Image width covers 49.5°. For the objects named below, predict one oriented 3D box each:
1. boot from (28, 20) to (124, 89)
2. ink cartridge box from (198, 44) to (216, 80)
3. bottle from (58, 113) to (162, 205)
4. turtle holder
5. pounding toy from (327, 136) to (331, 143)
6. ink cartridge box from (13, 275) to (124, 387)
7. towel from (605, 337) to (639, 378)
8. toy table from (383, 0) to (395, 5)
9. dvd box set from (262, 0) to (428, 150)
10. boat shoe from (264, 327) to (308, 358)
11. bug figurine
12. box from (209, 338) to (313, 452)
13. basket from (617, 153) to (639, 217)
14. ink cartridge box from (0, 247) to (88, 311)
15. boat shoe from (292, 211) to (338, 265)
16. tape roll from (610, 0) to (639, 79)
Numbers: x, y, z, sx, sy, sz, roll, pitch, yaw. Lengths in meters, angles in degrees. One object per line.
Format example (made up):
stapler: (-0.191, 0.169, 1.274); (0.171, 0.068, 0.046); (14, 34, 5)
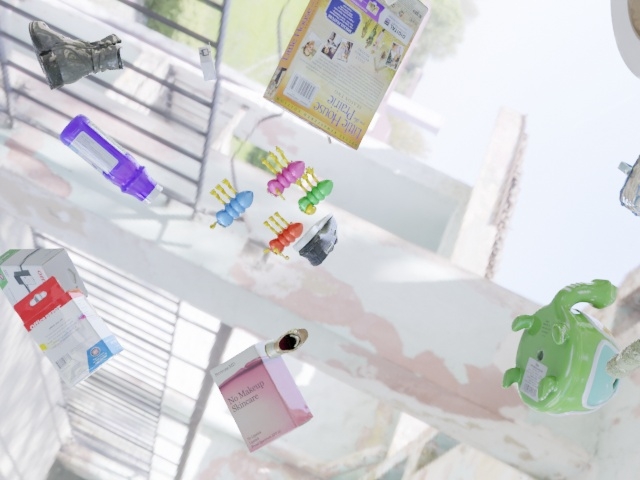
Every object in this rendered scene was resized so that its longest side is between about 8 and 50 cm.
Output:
boot: (-0.488, -0.384, 1.401); (0.161, 0.246, 0.083); (-20, 135, -19)
ink cartridge box: (-0.253, -0.400, 1.546); (0.048, 0.028, 0.083); (83, -6, -47)
bottle: (-0.539, -0.204, 1.798); (0.092, 0.283, 0.118); (-50, -160, -5)
turtle holder: (0.598, 0.263, 1.670); (0.243, 0.227, 0.320); (130, -29, -61)
pounding toy: (0.029, -0.430, 2.353); (0.100, 0.130, 0.141); (-38, 164, -15)
ink cartridge box: (-0.586, 0.206, 1.614); (0.134, 0.231, 0.078); (-36, 179, 5)
towel: (0.401, 0.106, 0.790); (0.148, 0.027, 0.110); (-27, 157, -8)
toy table: (0.054, -0.538, 1.211); (0.252, 0.274, 0.161); (-43, -149, 15)
dvd box set: (0.071, -0.478, 1.757); (0.062, 0.307, 0.421); (32, -83, 51)
boat shoe: (-0.065, 0.227, 1.548); (0.045, 0.050, 0.135); (-25, 179, 38)
bug figurine: (-0.084, -0.067, 1.376); (0.216, 0.072, 0.279); (-44, 148, 10)
box: (-0.148, 0.388, 1.749); (0.148, 0.232, 0.127); (-33, 168, 16)
basket: (0.964, -0.139, 1.916); (0.289, 0.254, 0.201); (-43, 157, -74)
ink cartridge box: (-0.720, 0.103, 1.774); (0.087, 0.208, 0.153); (-52, 131, -49)
boat shoe: (0.000, 0.000, 1.984); (0.114, 0.091, 0.302); (-41, -178, 24)
tape roll: (0.783, -0.561, 1.587); (0.392, 0.072, 0.392); (172, -90, -89)
